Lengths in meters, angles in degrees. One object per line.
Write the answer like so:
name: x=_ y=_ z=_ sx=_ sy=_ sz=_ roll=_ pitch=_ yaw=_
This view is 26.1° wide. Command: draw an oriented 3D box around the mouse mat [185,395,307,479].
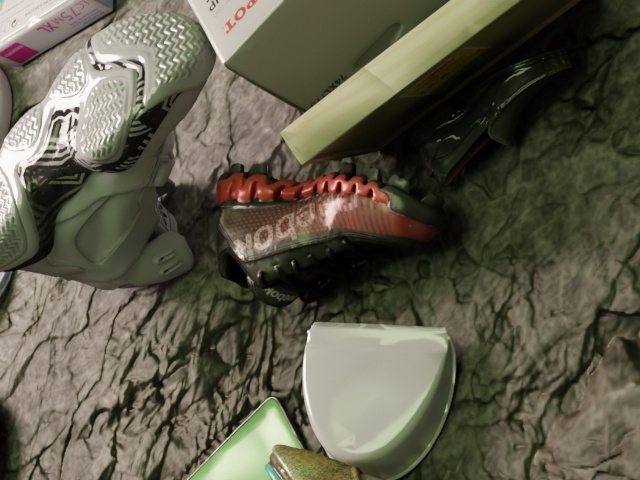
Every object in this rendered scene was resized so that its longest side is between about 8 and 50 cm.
mouse mat: x=-0.074 y=0.258 z=1.307 sx=0.190 sy=0.007 sz=0.152 roll=-47 pitch=48 yaw=18

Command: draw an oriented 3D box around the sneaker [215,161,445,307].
sneaker: x=0.000 y=0.000 z=1.284 sx=0.276 sy=0.097 sz=0.135 roll=2 pitch=74 yaw=44

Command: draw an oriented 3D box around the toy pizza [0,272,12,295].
toy pizza: x=-0.464 y=0.025 z=1.688 sx=0.201 sy=0.032 sz=0.201 roll=-4 pitch=67 yaw=9

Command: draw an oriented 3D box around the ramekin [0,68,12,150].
ramekin: x=-0.506 y=-0.155 z=1.785 sx=0.207 sy=0.109 sz=0.207 roll=-17 pitch=62 yaw=35

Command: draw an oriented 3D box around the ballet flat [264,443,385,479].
ballet flat: x=0.084 y=0.276 z=1.086 sx=0.123 sy=0.123 sz=0.348 roll=-48 pitch=53 yaw=16

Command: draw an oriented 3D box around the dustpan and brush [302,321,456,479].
dustpan and brush: x=0.042 y=0.183 z=1.209 sx=0.147 sy=0.060 sz=0.211 roll=1 pitch=67 yaw=29

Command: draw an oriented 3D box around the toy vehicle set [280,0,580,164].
toy vehicle set: x=0.107 y=-0.159 z=1.210 sx=0.267 sy=0.166 sz=0.035 roll=-36 pitch=81 yaw=25

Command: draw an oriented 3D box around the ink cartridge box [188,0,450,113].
ink cartridge box: x=-0.012 y=-0.281 z=1.338 sx=0.198 sy=0.197 sz=0.270 roll=-44 pitch=50 yaw=19

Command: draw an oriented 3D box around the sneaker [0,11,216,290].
sneaker: x=-0.189 y=-0.076 z=1.397 sx=0.366 sy=0.210 sz=0.137 roll=-39 pitch=51 yaw=28

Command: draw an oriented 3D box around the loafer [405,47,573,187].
loafer: x=0.157 y=-0.110 z=1.226 sx=0.170 sy=0.062 sz=0.061 roll=-34 pitch=76 yaw=31

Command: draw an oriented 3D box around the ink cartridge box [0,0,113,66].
ink cartridge box: x=-0.347 y=-0.397 z=1.776 sx=0.186 sy=0.065 sz=0.311 roll=-22 pitch=61 yaw=33
